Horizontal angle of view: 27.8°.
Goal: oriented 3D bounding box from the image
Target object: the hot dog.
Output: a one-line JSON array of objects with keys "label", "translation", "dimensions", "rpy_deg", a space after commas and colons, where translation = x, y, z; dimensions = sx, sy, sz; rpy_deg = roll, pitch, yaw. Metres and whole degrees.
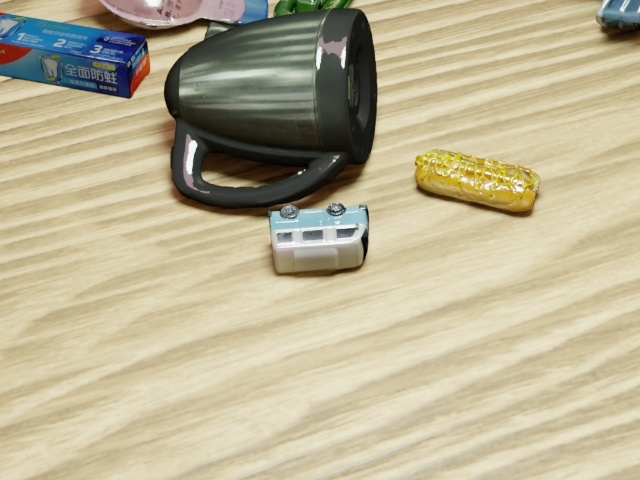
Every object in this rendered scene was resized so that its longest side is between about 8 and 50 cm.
[{"label": "hot dog", "translation": [0.199, -0.079, 1.662], "dimensions": [0.165, 0.045, 0.071], "rpy_deg": [15, 46, 16]}]

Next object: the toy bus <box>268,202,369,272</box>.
[{"label": "toy bus", "translation": [0.000, 0.000, 1.567], "dimensions": [0.123, 0.060, 0.075], "rpy_deg": [-4, 46, 0]}]

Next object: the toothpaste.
[{"label": "toothpaste", "translation": [-0.411, -0.278, 1.890], "dimensions": [0.320, 0.066, 0.076], "rpy_deg": [11, 43, 15]}]

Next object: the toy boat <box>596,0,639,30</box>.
[{"label": "toy boat", "translation": [0.460, -0.414, 1.971], "dimensions": [0.142, 0.129, 0.309], "rpy_deg": [23, 44, 5]}]

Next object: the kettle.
[{"label": "kettle", "translation": [-0.074, -0.178, 1.703], "dimensions": [0.271, 0.250, 0.207], "rpy_deg": [2, 11, 13]}]

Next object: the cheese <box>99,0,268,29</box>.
[{"label": "cheese", "translation": [-0.220, -0.375, 1.989], "dimensions": [0.286, 0.074, 0.189], "rpy_deg": [8, 43, -9]}]

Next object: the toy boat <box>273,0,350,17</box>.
[{"label": "toy boat", "translation": [-0.006, -0.376, 1.999], "dimensions": [0.104, 0.052, 0.210], "rpy_deg": [16, 43, 15]}]
